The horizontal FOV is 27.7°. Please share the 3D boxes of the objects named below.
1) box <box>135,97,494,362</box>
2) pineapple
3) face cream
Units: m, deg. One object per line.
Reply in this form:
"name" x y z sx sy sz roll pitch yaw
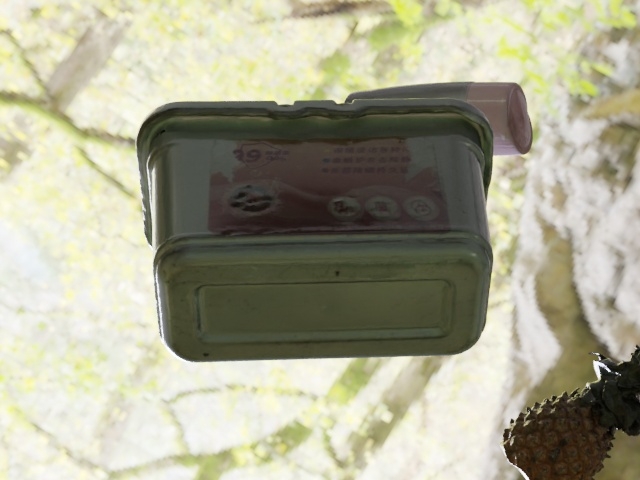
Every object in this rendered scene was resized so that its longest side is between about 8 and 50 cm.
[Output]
"box" 0.000 0.000 1.096 0.311 0.182 0.175 -2 130 -3
"pineapple" 0.329 0.170 1.439 0.119 0.277 0.130 47 -176 11
"face cream" 0.120 -0.126 1.348 0.198 0.057 0.084 3 128 32
